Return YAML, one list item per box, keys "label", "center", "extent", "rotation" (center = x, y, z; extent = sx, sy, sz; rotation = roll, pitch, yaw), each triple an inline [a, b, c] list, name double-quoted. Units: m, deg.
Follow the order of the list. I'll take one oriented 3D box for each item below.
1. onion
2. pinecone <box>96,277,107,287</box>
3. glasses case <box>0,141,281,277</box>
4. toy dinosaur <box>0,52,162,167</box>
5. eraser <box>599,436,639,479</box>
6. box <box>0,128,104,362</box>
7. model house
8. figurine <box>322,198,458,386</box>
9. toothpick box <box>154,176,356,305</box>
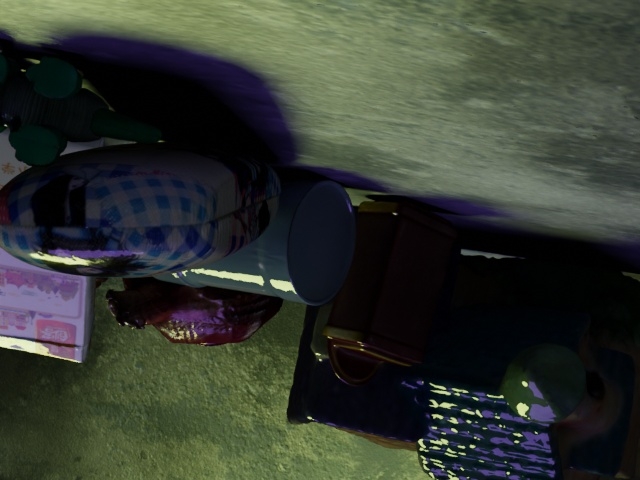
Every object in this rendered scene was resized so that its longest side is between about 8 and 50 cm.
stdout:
- label: "onion"
  center: [-0.125, 0.049, 1.217]
  extent: [0.173, 0.135, 0.198]
  rotation: [15, -141, 36]
- label: "pinecone"
  center: [-0.255, -0.012, 1.127]
  extent: [0.174, 0.173, 0.173]
  rotation: [11, 176, 1]
- label: "glasses case"
  center: [-0.105, -0.024, 0.815]
  extent: [0.125, 0.076, 0.327]
  rotation: [3, -174, 6]
- label: "toy dinosaur"
  center: [-0.153, -0.076, 0.713]
  extent: [0.132, 0.059, 0.096]
  rotation: [16, -172, -3]
- label: "eraser"
  center: [0.354, 0.195, 1.323]
  extent: [0.144, 0.343, 0.078]
  rotation: [6, 130, 45]
- label: "box"
  center: [-0.237, 0.000, 1.014]
  extent: [0.122, 0.220, 0.032]
  rotation: [11, -143, -1]
- label: "model house"
  center: [0.128, 0.101, 1.188]
  extent: [0.312, 0.245, 0.280]
  rotation: [6, 166, 33]
- label: "figurine"
  center: [0.039, 0.043, 1.050]
  extent: [0.098, 0.154, 0.082]
  rotation: [13, 173, 42]
- label: "toothpick box"
  center: [-0.061, -0.006, 1.025]
  extent: [0.153, 0.101, 0.101]
  rotation: [8, 175, 32]
